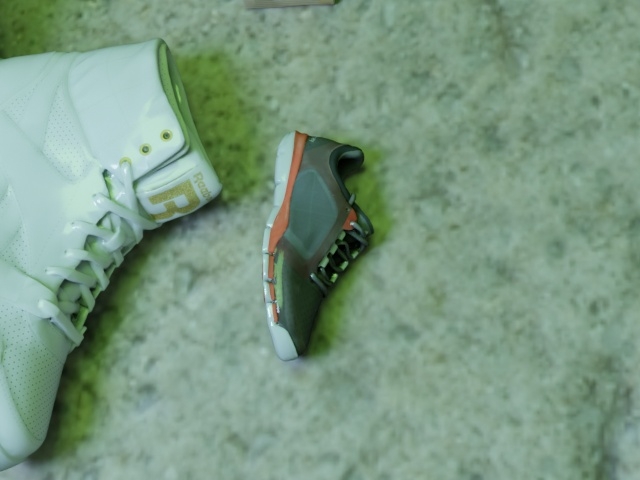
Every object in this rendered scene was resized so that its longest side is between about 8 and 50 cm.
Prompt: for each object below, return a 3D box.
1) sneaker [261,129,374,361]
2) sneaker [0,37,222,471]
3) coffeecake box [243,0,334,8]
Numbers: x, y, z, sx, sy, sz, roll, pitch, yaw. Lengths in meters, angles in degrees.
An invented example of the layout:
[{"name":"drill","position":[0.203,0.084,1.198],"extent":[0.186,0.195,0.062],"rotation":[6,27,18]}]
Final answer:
[{"name":"sneaker","position":[0.000,0.000,0.900],"extent":[0.065,0.061,0.157],"rotation":[3,65,5]},{"name":"sneaker","position":[-0.146,-0.006,0.903],"extent":[0.169,0.108,0.292],"rotation":[-9,62,10]},{"name":"coffeecake box","position":[-0.027,-0.277,0.992],"extent":[0.068,0.142,0.185],"rotation":[-1,64,10]}]
